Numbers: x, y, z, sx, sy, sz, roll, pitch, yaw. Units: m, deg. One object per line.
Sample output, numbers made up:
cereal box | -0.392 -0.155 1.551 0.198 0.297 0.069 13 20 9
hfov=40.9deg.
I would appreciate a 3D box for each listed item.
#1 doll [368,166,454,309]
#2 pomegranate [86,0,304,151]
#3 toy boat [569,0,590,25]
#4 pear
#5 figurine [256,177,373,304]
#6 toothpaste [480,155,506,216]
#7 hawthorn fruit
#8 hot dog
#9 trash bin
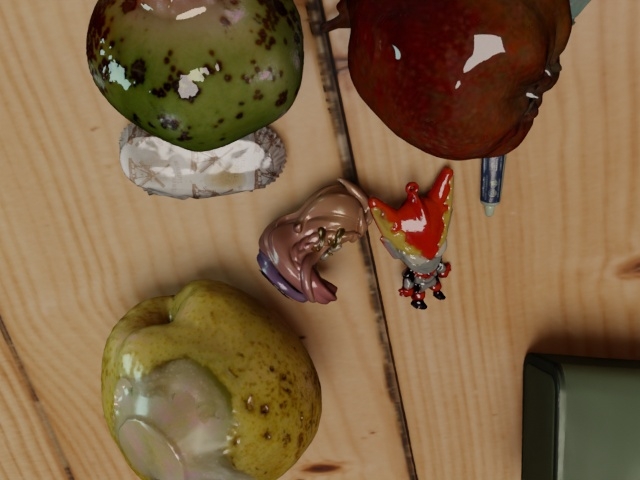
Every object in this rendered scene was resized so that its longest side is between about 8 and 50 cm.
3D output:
doll | 0.116 0.003 1.012 0.109 0.057 0.169 -22 129 -15
pomegranate | -0.125 -0.205 0.810 0.214 0.214 0.248 -4 150 6
toy boat | 0.244 -0.331 0.816 0.206 0.096 0.282 -18 126 -3
pear | -0.135 0.181 1.035 0.271 0.271 0.271 2 119 3
figurine | -0.009 0.001 0.988 0.114 0.126 0.157 7 125 -37
toothpaste | 0.197 -0.091 0.975 0.037 0.021 0.140 1 117 4
hawthorn fruit | 0.109 -0.192 0.837 0.248 0.208 0.208 23 120 18
hot dog | -0.134 -0.094 0.978 0.192 0.053 0.099 -2 119 2
trash bin | 0.430 0.259 1.037 0.343 0.158 0.223 2 89 1
